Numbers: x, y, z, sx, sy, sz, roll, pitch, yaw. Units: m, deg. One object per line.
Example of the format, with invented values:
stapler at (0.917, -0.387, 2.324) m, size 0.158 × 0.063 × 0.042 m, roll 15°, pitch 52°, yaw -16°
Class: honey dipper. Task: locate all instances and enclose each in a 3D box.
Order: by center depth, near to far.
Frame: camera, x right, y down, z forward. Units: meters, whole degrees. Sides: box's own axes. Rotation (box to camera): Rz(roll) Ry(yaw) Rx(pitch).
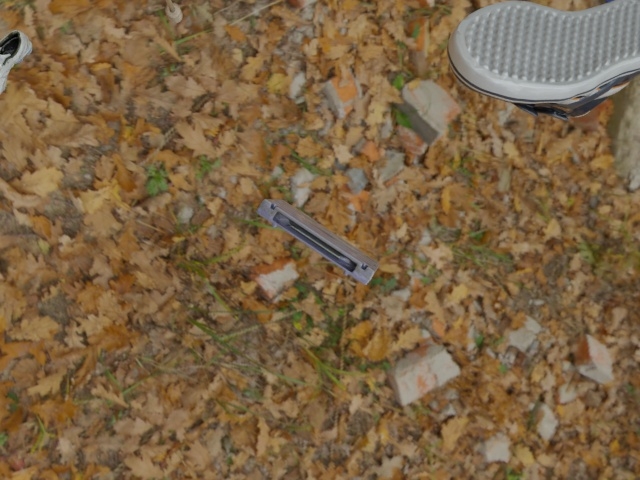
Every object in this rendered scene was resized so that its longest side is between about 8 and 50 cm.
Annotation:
honey dipper at (-0.279, -0.439, 1.203) m, size 0.030 × 0.161 × 0.030 m, roll 0°, pitch 95°, yaw -6°

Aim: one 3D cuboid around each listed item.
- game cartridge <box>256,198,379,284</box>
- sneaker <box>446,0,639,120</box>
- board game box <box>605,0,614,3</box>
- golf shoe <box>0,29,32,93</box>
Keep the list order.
game cartridge at (0.000, 0.000, 1.811) m, size 0.355 × 0.230 × 0.068 m, roll 33°, pitch 94°, yaw 6°
sneaker at (0.272, -0.205, 0.775) m, size 0.321 × 0.127 × 0.126 m, roll -12°, pitch 73°, yaw -24°
board game box at (0.538, -0.589, 1.038) m, size 0.078 × 0.233 × 0.347 m, roll -10°, pitch 150°, yaw -35°
golf shoe at (-0.655, -0.355, 1.304) m, size 0.069 × 0.086 × 0.176 m, roll 32°, pitch 80°, yaw -16°
